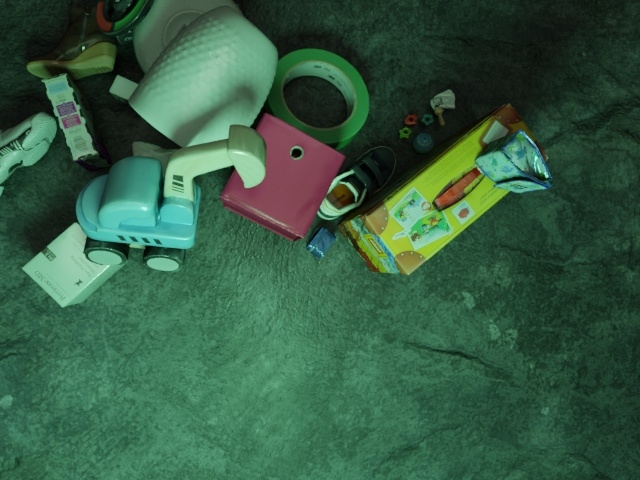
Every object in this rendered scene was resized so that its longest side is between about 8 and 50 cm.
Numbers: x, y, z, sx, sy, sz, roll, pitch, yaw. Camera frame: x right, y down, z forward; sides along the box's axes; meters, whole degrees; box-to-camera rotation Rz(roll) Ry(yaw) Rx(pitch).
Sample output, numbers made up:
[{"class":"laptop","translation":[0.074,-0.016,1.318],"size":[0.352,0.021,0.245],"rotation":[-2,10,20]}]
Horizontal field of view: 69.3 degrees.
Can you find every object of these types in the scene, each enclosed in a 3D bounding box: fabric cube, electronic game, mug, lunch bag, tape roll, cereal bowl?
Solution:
[{"class":"fabric cube","translation":[-0.117,-0.168,1.341],"size":[0.254,0.259,0.258],"rotation":[28,83,-8]},{"class":"electronic game","translation":[-0.529,-0.659,1.257],"size":[0.230,0.048,0.229],"rotation":[-8,73,27]},{"class":"mug","translation":[-0.261,-0.401,1.224],"size":[0.276,0.374,0.328],"rotation":[40,98,11]},{"class":"lunch bag","translation":[0.000,0.000,1.448],"size":[0.065,0.067,0.098],"rotation":[37,81,-6]},{"class":"lunch bag","translation":[0.473,-0.176,1.128],"size":[0.151,0.129,0.096],"rotation":[43,83,-8]},{"class":"tape roll","translation":[-0.011,-0.432,1.430],"size":[0.322,0.077,0.320],"rotation":[3,76,-13]},{"class":"cereal bowl","translation":[-0.360,-0.560,1.322],"size":[0.340,0.141,0.338],"rotation":[-5,112,-13]}]

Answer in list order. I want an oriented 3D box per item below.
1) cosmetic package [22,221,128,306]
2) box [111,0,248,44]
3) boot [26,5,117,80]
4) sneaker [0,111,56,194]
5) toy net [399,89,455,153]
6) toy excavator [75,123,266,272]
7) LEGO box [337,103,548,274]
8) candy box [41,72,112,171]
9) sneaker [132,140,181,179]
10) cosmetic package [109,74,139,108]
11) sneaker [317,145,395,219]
[{"class":"cosmetic package","translation":[-0.675,0.066,1.292],"size":[0.184,0.151,0.151],"rotation":[-45,95,-8]},{"class":"box","translation":[-0.445,-0.785,1.398],"size":[0.396,0.097,0.317],"rotation":[-12,93,-10]},{"class":"boot","translation":[-0.729,-0.583,1.363],"size":[0.249,0.090,0.206],"rotation":[-8,77,-8]},{"class":"sneaker","translation":[-0.926,-0.259,1.272],"size":[0.210,0.137,0.365],"rotation":[43,85,-8]},{"class":"toy net","translation":[0.360,-0.408,1.542],"size":[0.122,0.045,0.232],"rotation":[31,80,11]},{"class":"toy excavator","translation":[-0.367,-0.112,1.110],"size":[0.434,0.445,0.222],"rotation":[6,60,-12]},{"class":"LEGO box","translation":[0.326,-0.131,1.354],"size":[0.500,0.372,0.193],"rotation":[-38,94,-9]},{"class":"candy box","translation":[-0.679,-0.325,1.306],"size":[0.071,0.159,0.233],"rotation":[-22,92,-11]},{"class":"sneaker","translation":[-0.449,-0.220,1.384],"size":[0.233,0.090,0.115],"rotation":[11,92,0]},{"class":"cosmetic package","translation":[-0.486,-0.396,1.373],"size":[0.239,0.099,0.060],"rotation":[23,86,-7]},{"class":"sneaker","translation":[0.126,-0.184,1.450],"size":[0.321,0.127,0.126],"rotation":[-43,93,-10]}]
